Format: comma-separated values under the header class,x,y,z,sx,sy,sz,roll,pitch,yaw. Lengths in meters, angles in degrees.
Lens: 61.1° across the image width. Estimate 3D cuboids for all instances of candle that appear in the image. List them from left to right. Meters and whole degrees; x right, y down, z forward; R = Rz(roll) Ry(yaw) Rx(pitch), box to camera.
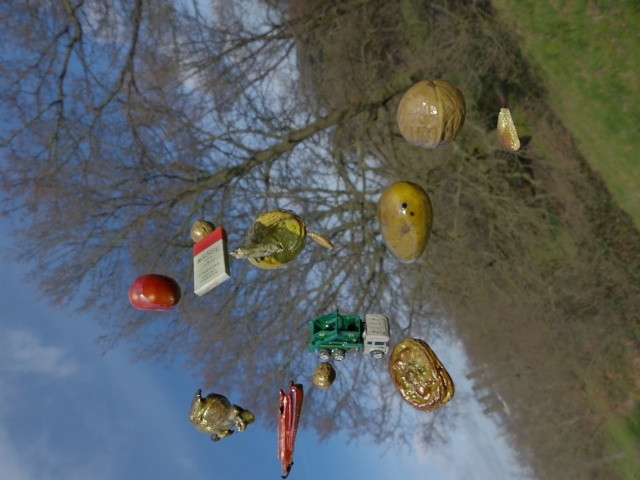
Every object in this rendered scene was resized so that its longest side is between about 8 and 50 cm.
class,x,y,z,sx,sy,sz,roll,pitch,yaw
candle,-0.093,0.567,1.620,0.059,0.084,0.302,1,-86,-43

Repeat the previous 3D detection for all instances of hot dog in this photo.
class,x,y,z,sx,sy,sz,roll,pitch,yaw
hot dog,0.358,0.480,1.969,0.122,0.196,0.272,21,-146,-58

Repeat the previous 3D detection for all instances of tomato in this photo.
class,x,y,z,sx,sy,sz,roll,pitch,yaw
tomato,-0.618,0.196,2.036,0.195,0.195,0.136,34,-122,-72

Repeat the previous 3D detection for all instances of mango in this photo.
class,x,y,z,sx,sy,sz,roll,pitch,yaw
mango,0.250,-0.041,1.620,0.175,0.176,0.330,28,145,24

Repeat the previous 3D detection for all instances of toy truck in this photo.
class,x,y,z,sx,sy,sz,roll,pitch,yaw
toy truck,0.076,0.241,1.420,0.116,0.215,0.110,92,180,-52

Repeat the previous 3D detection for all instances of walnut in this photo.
class,x,y,z,sx,sy,sz,roll,pitch,yaw
walnut,-0.461,-0.034,2.132,0.105,0.105,0.124,63,165,-4
walnut,0.014,0.476,1.908,0.096,0.082,0.079,-78,-15,-54
walnut,0.355,-0.401,1.742,0.228,0.228,0.228,60,-171,-17

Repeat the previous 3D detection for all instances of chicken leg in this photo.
class,x,y,z,sx,sy,sz,roll,pitch,yaw
chicken leg,-0.379,0.632,2.016,0.211,0.361,0.140,40,-130,-5

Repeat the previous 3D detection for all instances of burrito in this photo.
class,x,y,z,sx,sy,sz,roll,pitch,yaw
burrito,-0.207,0.032,1.780,0.058,0.188,0.045,1,95,60

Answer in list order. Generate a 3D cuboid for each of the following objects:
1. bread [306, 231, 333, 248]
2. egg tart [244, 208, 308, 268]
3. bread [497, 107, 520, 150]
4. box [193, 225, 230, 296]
class,x,y,z,sx,sy,sz,roll,pitch,yaw
bread,0.000,0.000,1.981,0.110,0.024,0.110,30,174,3
egg tart,-0.187,-0.012,2.228,0.279,0.279,0.095,56,173,-37
bread,0.646,-0.370,1.892,0.136,0.054,0.154,30,-132,-78
box,-0.381,0.069,1.887,0.035,0.139,0.245,46,-162,-38
